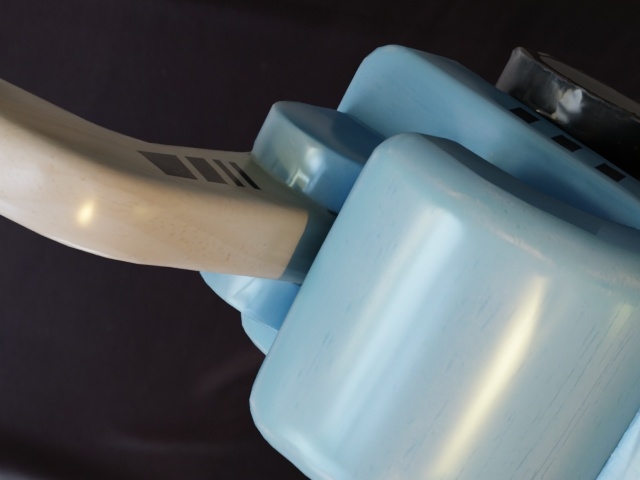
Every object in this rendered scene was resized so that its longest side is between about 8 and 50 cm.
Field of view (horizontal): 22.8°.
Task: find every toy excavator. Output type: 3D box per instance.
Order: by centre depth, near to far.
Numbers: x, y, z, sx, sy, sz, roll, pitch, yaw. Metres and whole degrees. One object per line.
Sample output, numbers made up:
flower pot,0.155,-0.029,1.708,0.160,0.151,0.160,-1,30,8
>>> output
toy excavator,0.000,0.000,0.733,0.445,0.433,0.222,6,117,-55
